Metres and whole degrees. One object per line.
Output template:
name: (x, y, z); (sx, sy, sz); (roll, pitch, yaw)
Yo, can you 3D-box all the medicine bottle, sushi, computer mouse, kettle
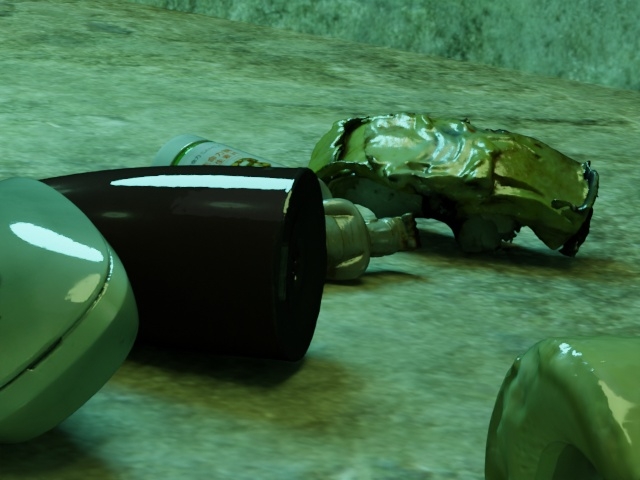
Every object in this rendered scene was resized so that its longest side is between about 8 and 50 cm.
medicine bottle: (-0.076, -0.041, 1.645); (0.086, 0.086, 0.183); (-6, 19, -42)
sushi: (0.128, -0.047, 1.728); (0.290, 0.131, 0.139); (15, 38, 4)
computer mouse: (-0.221, 0.028, 1.136); (0.097, 0.159, 0.288); (52, -9, -36)
kettle: (-0.117, 0.006, 1.332); (0.232, 0.144, 0.202); (5, 6, 14)

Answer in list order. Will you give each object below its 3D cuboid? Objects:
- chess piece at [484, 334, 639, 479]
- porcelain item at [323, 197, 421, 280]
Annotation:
chess piece: (0.320, 0.127, 0.945); (0.442, 0.234, 0.234); (-2, 16, -17)
porcelain item: (0.000, 0.000, 1.554); (0.213, 0.084, 0.054); (-5, -8, -42)
